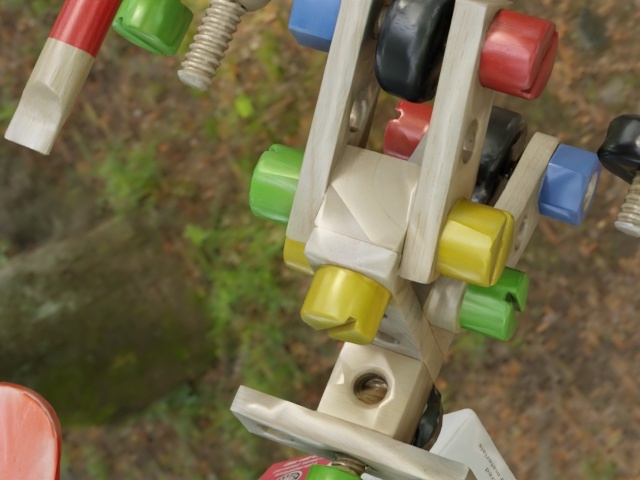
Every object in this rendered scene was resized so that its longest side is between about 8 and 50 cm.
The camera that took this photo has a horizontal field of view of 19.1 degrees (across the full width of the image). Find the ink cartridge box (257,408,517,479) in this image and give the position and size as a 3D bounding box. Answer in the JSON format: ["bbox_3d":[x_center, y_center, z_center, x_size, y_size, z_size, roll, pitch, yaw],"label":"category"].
[{"bbox_3d":[-0.011,0.269,1.324,0.226,0.306,0.131,-20,108,44],"label":"ink cartridge box"}]

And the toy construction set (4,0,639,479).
[{"bbox_3d":[0.000,0.000,0.886,0.309,0.237,0.257,26,172,-7],"label":"toy construction set"}]

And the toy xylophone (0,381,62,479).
[{"bbox_3d":[-0.208,0.166,0.652,0.081,0.323,0.236,-49,-42,-88],"label":"toy xylophone"}]
